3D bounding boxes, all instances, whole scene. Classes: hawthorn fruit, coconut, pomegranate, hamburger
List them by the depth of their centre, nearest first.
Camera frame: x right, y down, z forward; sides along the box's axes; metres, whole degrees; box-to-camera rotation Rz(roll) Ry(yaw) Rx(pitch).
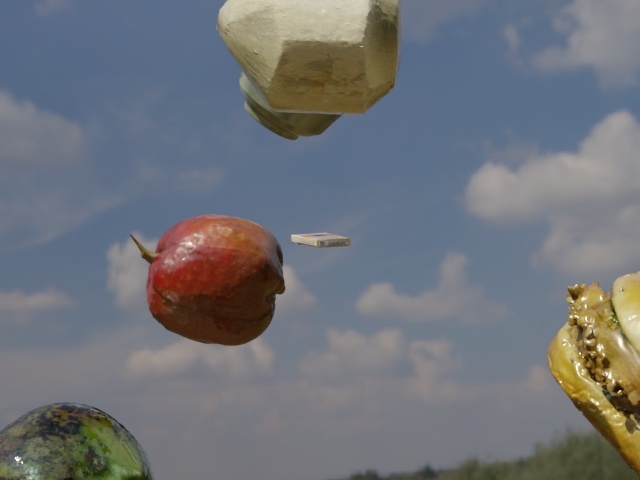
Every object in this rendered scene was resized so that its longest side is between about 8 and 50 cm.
[{"bbox_3d":[-0.303,0.306,1.375,0.276,0.204,0.222,-41,-25,8],"label":"pomegranate"},{"bbox_3d":[-0.015,-0.295,1.836,0.266,0.237,0.237,7,-13,5],"label":"coconut"},{"bbox_3d":[0.542,0.195,2.212,0.287,0.445,0.268,36,-68,-19],"label":"hamburger"},{"bbox_3d":[-0.191,0.074,2.349,0.262,0.258,0.258,-16,-10,-16],"label":"hawthorn fruit"}]

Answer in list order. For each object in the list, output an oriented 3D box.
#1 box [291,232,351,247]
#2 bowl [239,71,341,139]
[{"bbox_3d":[0.000,0.000,1.588,0.046,0.012,0.083,-4,5,-23],"label":"box"},{"bbox_3d":[-0.060,-0.252,2.262,0.211,0.211,0.112,15,-64,-52],"label":"bowl"}]
